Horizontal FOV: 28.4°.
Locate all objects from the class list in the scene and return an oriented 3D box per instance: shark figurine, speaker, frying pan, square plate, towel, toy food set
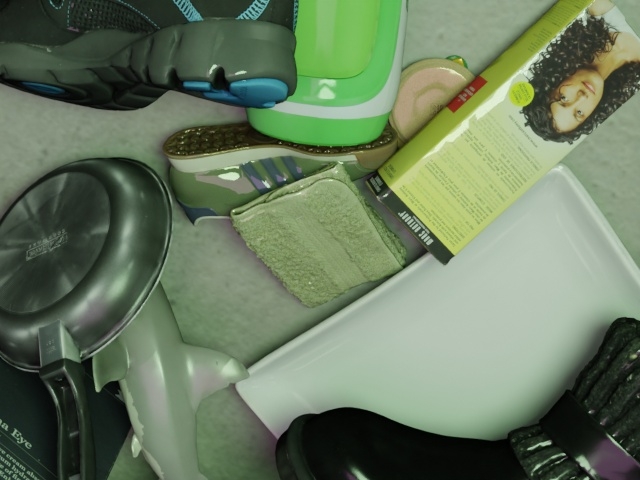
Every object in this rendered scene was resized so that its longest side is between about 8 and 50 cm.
[{"bbox_3d":[-0.109,0.142,1.074,0.116,0.166,0.278,-15,108,5],"label":"shark figurine"},{"bbox_3d":[0.009,-0.227,0.950,0.131,0.131,0.296,7,110,3],"label":"speaker"},{"bbox_3d":[-0.221,0.069,1.003,0.197,0.326,0.053,-2,150,34],"label":"frying pan"},{"bbox_3d":[0.162,0.154,1.111,0.347,0.049,0.344,-35,103,16],"label":"square plate"},{"bbox_3d":[0.000,0.000,1.049,0.110,0.027,0.148,-24,138,15],"label":"towel"},{"bbox_3d":[0.096,-0.109,1.038,0.083,0.020,0.083,-14,107,10],"label":"toy food set"}]

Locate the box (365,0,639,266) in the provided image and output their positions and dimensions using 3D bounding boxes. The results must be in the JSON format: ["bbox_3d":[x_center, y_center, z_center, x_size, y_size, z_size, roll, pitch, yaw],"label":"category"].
[{"bbox_3d":[0.150,-0.091,0.993,0.232,0.058,0.087,-43,110,8],"label":"box"}]

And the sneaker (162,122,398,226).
[{"bbox_3d":[-0.031,-0.051,1.056,0.192,0.064,0.086,-3,125,1],"label":"sneaker"}]

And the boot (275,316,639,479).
[{"bbox_3d":[0.167,0.163,1.014,0.348,0.131,0.260,26,117,-15],"label":"boot"}]

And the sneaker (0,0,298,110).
[{"bbox_3d":[-0.150,-0.175,0.959,0.341,0.125,0.139,5,86,34],"label":"sneaker"}]

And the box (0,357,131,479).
[{"bbox_3d":[-0.353,0.150,1.020,0.343,0.312,0.179,41,109,-8],"label":"box"}]
